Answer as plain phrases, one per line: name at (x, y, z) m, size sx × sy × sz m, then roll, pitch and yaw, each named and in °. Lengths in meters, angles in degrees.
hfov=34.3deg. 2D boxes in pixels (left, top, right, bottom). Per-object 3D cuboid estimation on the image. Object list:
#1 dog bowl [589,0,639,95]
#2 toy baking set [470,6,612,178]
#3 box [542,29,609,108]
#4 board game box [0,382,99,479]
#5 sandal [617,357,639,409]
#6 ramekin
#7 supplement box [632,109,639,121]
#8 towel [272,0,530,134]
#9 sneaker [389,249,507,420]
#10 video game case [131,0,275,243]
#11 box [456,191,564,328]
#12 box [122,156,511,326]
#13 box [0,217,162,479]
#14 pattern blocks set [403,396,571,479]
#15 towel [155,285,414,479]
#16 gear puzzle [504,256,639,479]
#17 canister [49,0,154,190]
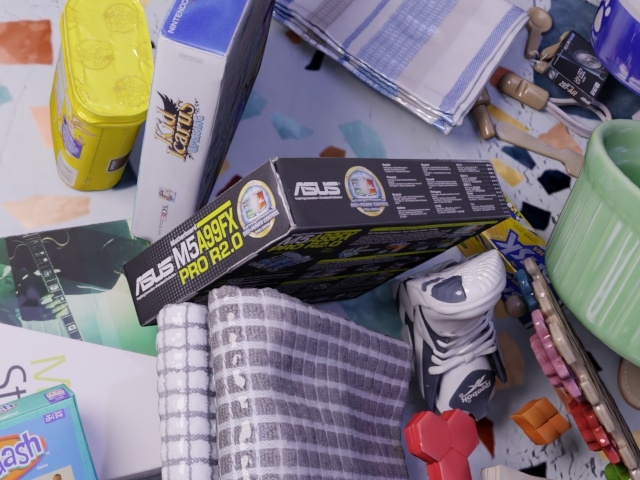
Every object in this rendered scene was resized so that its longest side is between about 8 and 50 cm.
dog bowl at (0.458, -0.245, 1.219) m, size 0.265 × 0.104 × 0.265 m, roll 10°, pitch 40°, yaw -9°
toy baking set at (0.246, -0.184, 1.214) m, size 0.197 × 0.030 × 0.256 m, roll -5°, pitch 71°, yaw -22°
box at (0.305, -0.203, 1.226) m, size 0.067 × 0.018 × 0.083 m, roll 38°, pitch 52°, yaw -2°
board game box at (-0.243, 0.237, 0.806) m, size 0.160 × 0.047 × 0.210 m, roll -17°, pitch 101°, yaw -23°
sandal at (0.435, 0.109, 1.138) m, size 0.240 × 0.079 × 0.088 m, roll -19°, pitch 77°, yaw -26°
ramekin at (0.371, 0.021, 1.018) m, size 0.303 × 0.148 × 0.303 m, roll 19°, pitch 28°, yaw -10°
supplement box at (0.472, -0.059, 1.224) m, size 0.130 × 0.073 × 0.239 m, roll -6°, pitch 72°, yaw -24°
towel at (0.079, -0.262, 1.161) m, size 0.285 × 0.034 × 0.209 m, roll 34°, pitch 61°, yaw 5°
sneaker at (0.134, 0.097, 0.960) m, size 0.094 × 0.235 × 0.153 m, roll -21°, pitch 89°, yaw -13°
video game case at (-0.093, -0.167, 0.930) m, size 0.061 × 0.244 × 0.269 m, roll 17°, pitch 50°, yaw -1°
box at (0.196, 0.009, 1.105) m, size 0.059 × 0.054 × 0.169 m, roll -38°, pitch 85°, yaw -29°
box at (0.000, 0.000, 0.900) m, size 0.270 × 0.216 × 0.060 m, roll -4°, pitch 70°, yaw -44°
box at (-0.225, 0.105, 0.909) m, size 0.322 × 0.058 × 0.232 m, roll -10°, pitch 73°, yaw -25°
pattern blocks set at (0.210, 0.285, 0.950) m, size 0.325 × 0.026 × 0.285 m, roll 9°, pitch 67°, yaw -41°
towel at (-0.010, 0.175, 0.847) m, size 0.284 × 0.121 × 0.235 m, roll 25°, pitch 51°, yaw -57°
gear puzzle at (0.265, 0.181, 0.986) m, size 0.044 × 0.175 × 0.339 m, roll -28°, pitch 112°, yaw 12°
canister at (-0.204, -0.131, 0.948) m, size 0.073 × 0.170 × 0.126 m, roll -4°, pitch 71°, yaw -22°
